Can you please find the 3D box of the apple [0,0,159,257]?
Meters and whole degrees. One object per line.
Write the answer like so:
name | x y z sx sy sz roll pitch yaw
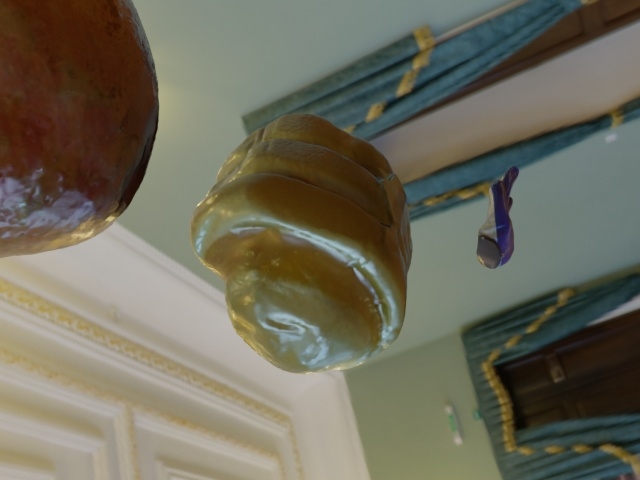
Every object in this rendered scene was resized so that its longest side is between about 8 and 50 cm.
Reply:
apple | -0.166 -0.080 0.437 0.195 0.160 0.173 -62 -25 -68

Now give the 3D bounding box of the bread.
bread | 0.000 0.000 1.063 0.300 0.210 0.341 50 -155 -12

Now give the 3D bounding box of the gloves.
gloves | 0.143 -0.020 0.678 0.086 0.026 0.064 -59 -30 -49
